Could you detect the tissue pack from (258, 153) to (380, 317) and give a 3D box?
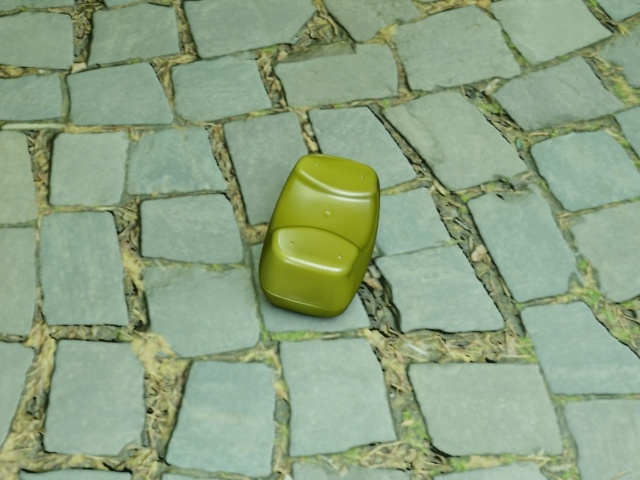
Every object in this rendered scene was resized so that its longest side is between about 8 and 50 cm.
[{"bbox_3d":[0.000,0.000,1.757,0.123,0.127,0.178,14,54,4],"label":"tissue pack"}]
